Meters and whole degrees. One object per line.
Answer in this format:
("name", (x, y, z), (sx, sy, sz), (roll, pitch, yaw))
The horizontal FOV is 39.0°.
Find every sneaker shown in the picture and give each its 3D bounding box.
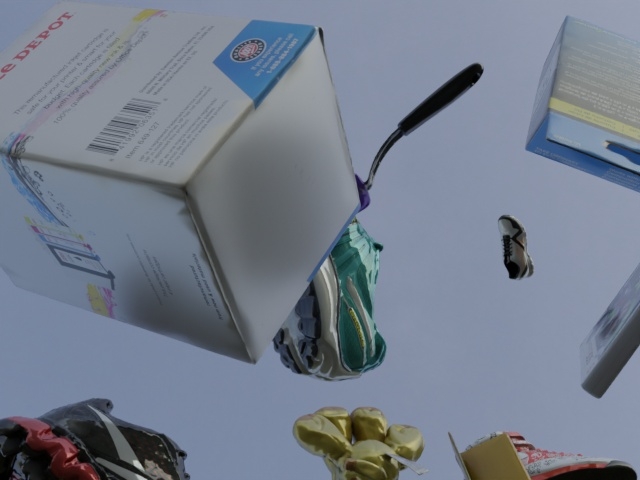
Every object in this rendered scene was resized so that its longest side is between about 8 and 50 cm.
("sneaker", (0.304, 0.012, 1.424), (0.044, 0.040, 0.109), (-21, -88, -41))
("sneaker", (-0.133, 0.223, 0.696), (0.276, 0.135, 0.097), (41, -57, 16))
("sneaker", (0.000, 0.000, 0.860), (0.110, 0.107, 0.275), (8, -114, -37))
("sneaker", (0.362, 0.363, 1.471), (0.270, 0.145, 0.090), (-15, -60, 9))

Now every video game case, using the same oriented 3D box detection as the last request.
("video game case", (0.285, 0.038, 0.781), (0.022, 0.173, 0.190), (35, -78, 10))

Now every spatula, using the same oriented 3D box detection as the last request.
("spatula", (0.084, -0.110, 1.064), (0.296, 0.084, 0.030), (-45, -121, -6))

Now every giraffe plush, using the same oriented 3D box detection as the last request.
("giraffe plush", (0.053, 0.338, 1.210), (0.182, 0.210, 0.170), (4, -77, -29))

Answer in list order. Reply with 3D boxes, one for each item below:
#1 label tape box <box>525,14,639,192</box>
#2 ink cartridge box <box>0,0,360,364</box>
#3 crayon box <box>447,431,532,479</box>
("label tape box", (0.412, -0.150, 1.229), (0.241, 0.333, 0.105), (21, -46, 3))
("ink cartridge box", (-0.121, -0.051, 0.650), (0.171, 0.233, 0.168), (-56, -34, -34))
("crayon box", (0.274, 0.401, 1.192), (0.081, 0.202, 0.318), (-25, -51, 5))
